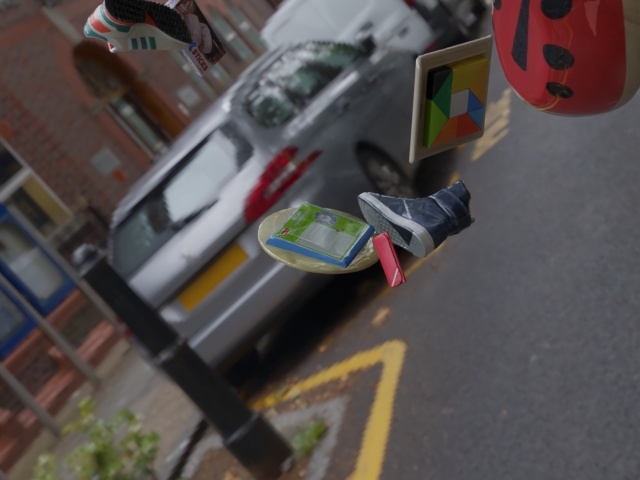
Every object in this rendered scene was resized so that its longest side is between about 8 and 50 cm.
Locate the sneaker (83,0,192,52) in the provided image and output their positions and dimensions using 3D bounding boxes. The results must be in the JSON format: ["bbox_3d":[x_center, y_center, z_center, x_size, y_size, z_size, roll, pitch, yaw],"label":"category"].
[{"bbox_3d":[-0.250,-0.285,1.594,0.075,0.057,0.161,-31,-23,33],"label":"sneaker"}]

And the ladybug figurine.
[{"bbox_3d":[0.382,-0.352,1.865,0.162,0.305,0.449,-31,-30,-10],"label":"ladybug figurine"}]

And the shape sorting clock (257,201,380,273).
[{"bbox_3d":[0.000,0.000,1.910,0.206,0.206,0.040,-55,-20,-57],"label":"shape sorting clock"}]

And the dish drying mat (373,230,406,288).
[{"bbox_3d":[0.105,0.030,1.797,0.032,0.083,0.008,-29,-13,40],"label":"dish drying mat"}]

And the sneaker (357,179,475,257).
[{"bbox_3d":[0.187,-0.061,2.194,0.163,0.086,0.226,-34,40,-19],"label":"sneaker"}]

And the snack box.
[{"bbox_3d":[-0.218,-0.353,1.998,0.064,0.022,0.178,-47,-30,-8],"label":"snack box"}]

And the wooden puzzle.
[{"bbox_3d":[0.266,-0.279,2.326,0.238,0.221,0.044,-25,38,-39],"label":"wooden puzzle"}]
